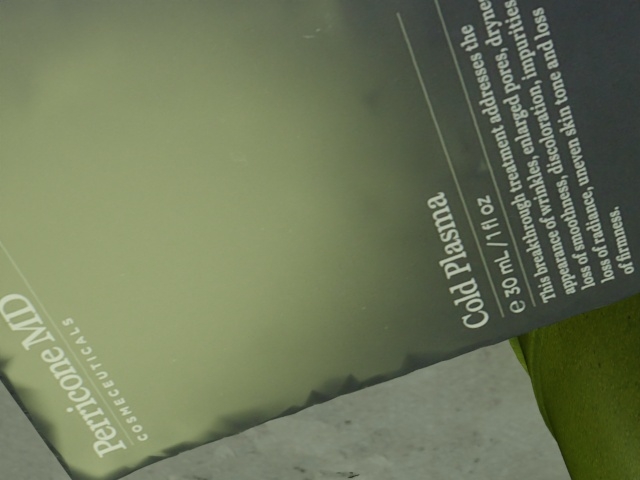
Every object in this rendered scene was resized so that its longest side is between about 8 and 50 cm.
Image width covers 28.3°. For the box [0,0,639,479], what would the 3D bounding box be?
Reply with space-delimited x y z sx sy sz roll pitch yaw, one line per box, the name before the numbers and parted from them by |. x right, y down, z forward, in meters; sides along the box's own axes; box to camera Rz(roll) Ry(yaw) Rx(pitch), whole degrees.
box | -0.021 -0.121 0.473 0.312 0.179 0.343 -20 126 5

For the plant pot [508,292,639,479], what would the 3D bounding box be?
plant pot | 0.288 0.120 0.605 0.366 0.353 0.366 -1 131 -1
